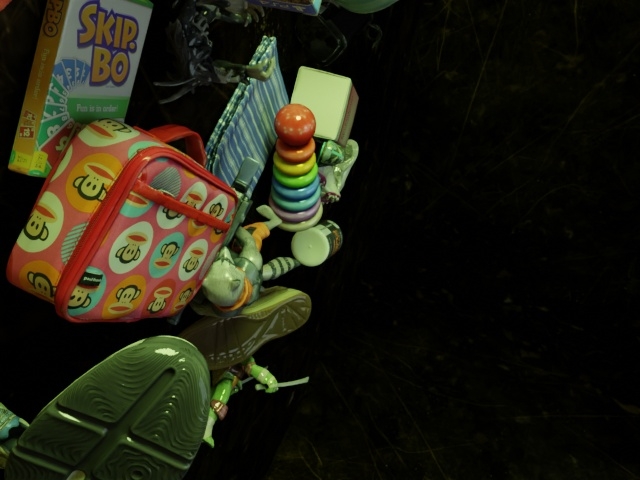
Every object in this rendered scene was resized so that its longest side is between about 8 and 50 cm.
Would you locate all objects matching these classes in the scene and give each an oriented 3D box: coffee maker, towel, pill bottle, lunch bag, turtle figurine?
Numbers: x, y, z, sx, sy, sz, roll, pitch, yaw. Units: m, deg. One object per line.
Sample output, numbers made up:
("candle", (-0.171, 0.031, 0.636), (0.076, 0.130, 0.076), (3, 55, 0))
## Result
("coffee maker", (0.048, -0.495, 1.090), (0.178, 0.171, 0.120), (-61, 179, -35))
("towel", (-0.140, -0.213, 0.970), (0.243, 0.040, 0.335), (75, 35, -67))
("pill bottle", (0.000, 0.000, 1.586), (0.246, 0.131, 0.130), (-32, 137, -70))
("lunch bag", (-0.225, -0.028, 0.618), (0.258, 0.120, 0.293), (-62, 168, -2))
("turtle figurine", (-0.186, 0.367, 1.116), (0.266, 0.198, 0.274), (-53, 138, -29))

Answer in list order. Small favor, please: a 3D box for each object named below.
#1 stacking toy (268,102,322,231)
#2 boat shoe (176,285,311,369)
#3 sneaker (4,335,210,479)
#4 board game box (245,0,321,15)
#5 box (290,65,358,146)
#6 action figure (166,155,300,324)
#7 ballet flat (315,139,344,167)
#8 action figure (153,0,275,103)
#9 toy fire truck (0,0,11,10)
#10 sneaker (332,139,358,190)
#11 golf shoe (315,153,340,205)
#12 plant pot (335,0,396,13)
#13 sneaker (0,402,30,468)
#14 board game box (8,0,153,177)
("stacking toy", (-0.059, -0.168, 1.089), (0.330, 0.141, 0.141), (94, 19, -54))
("boat shoe", (-0.179, 0.186, 1.051), (0.341, 0.110, 0.121), (-14, 115, -41))
("sneaker", (-0.280, 0.252, 0.630), (0.447, 0.169, 0.257), (-53, -166, 16))
("board game box", (-0.127, -0.357, 0.435), (0.291, 0.232, 0.141), (-11, 117, -76))
("box", (0.011, -0.328, 1.188), (0.232, 0.127, 0.148), (-37, 143, -78))
("action figure", (-0.134, 0.021, 0.899), (0.341, 0.179, 0.330), (-61, 178, 16))
("ballet flat", (0.024, -0.205, 1.149), (0.188, 0.070, 0.070), (-112, -144, -79))
("action figure", (-0.133, -0.307, 0.675), (0.164, 0.141, 0.275), (101, 8, -74))
("toy fire truck", (-0.305, -0.182, 0.338), (0.192, 0.047, 0.135), (79, 32, -62))
("sneaker", (0.062, -0.247, 1.659), (0.232, 0.091, 0.115), (-62, 172, -7))
("golf shoe", (-0.028, -0.197, 1.345), (0.306, 0.116, 0.140), (37, 45, -72))
("plant pot", (0.055, -0.598, 0.846), (0.196, 0.293, 0.292), (1, 107, -48))
("sneaker", (-0.373, 0.250, 0.572), (0.135, 0.058, 0.052), (94, 19, -46))
("board game box", (-0.261, -0.194, 0.530), (0.124, 0.039, 0.259), (-2, 106, -77))
